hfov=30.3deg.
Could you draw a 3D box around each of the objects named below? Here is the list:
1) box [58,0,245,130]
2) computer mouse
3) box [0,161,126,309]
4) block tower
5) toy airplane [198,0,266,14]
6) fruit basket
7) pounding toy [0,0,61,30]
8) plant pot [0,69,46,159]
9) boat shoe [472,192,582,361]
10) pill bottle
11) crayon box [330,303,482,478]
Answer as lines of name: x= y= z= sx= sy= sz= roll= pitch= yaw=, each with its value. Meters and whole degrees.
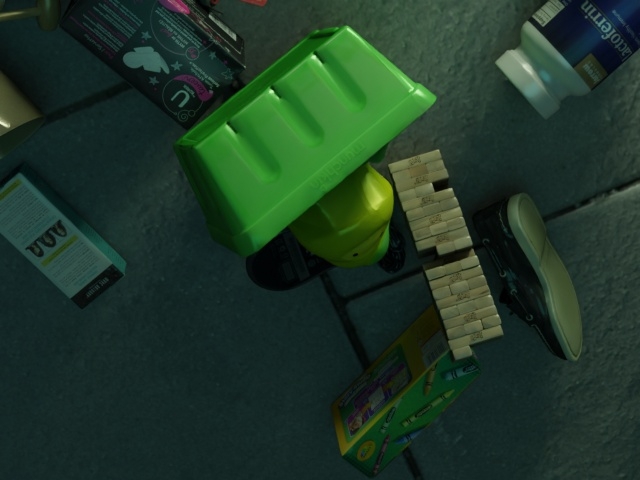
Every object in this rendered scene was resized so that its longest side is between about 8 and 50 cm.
box: x=-0.251 y=-0.313 z=1.787 sx=0.247 sy=0.163 sz=0.142 roll=40 pitch=106 yaw=-20
computer mouse: x=0.000 y=0.000 z=1.997 sx=0.272 sy=0.072 sz=0.188 roll=-18 pitch=119 yaw=-7
box: x=-0.440 y=-0.006 z=1.950 sx=0.100 sy=0.060 sz=0.244 roll=-38 pitch=111 yaw=10
block tower: x=0.206 y=0.027 z=1.929 sx=0.097 sy=0.091 sz=0.335 roll=-17 pitch=79 yaw=2
toy airplane: x=-0.144 y=-0.421 z=1.812 sx=0.151 sy=0.028 sz=0.151 roll=-3 pitch=101 yaw=-14
fruit basket: x=0.006 y=-0.090 z=1.782 sx=0.392 sy=0.283 sz=0.391 roll=-2 pitch=98 yaw=-17
pounding toy: x=-0.505 y=-0.408 z=1.725 sx=0.270 sy=0.155 sz=0.154 roll=13 pitch=115 yaw=-11
plant pot: x=-0.596 y=-0.223 z=1.767 sx=0.256 sy=0.256 sz=0.274 roll=-35 pitch=94 yaw=9
boat shoe: x=0.354 y=0.074 z=2.040 sx=0.113 sy=0.127 sz=0.340 roll=-11 pitch=125 yaw=31
pill bottle: x=0.411 y=-0.323 z=1.856 sx=0.265 sy=0.153 sz=0.153 roll=-43 pitch=110 yaw=12
crayon box: x=0.144 y=0.261 z=2.063 sx=0.081 sy=0.165 sz=0.278 roll=38 pitch=104 yaw=-19
